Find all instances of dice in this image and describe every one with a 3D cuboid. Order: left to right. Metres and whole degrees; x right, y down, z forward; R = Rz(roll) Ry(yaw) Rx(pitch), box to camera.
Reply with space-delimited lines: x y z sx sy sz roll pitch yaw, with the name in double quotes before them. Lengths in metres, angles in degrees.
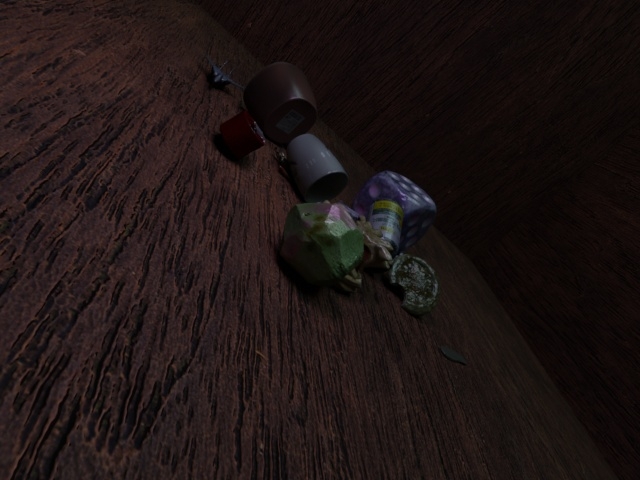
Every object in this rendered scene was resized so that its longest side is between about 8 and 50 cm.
"dice" 0.319 -0.127 2.140 0.270 0.271 0.270 3 40 -50

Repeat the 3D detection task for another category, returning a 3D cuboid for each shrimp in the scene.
"shrimp" -0.147 -0.294 1.902 0.178 0.034 0.124 58 21 4

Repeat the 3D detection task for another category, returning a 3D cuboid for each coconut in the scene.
"coconut" 0.000 0.000 1.303 0.236 0.236 0.204 46 5 0

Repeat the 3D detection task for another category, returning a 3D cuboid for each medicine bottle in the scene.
"medicine bottle" 0.232 -0.016 1.853 0.141 0.141 0.293 38 47 -25

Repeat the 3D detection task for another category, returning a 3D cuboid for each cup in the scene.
"cup" -0.023 -0.263 1.894 0.234 0.187 0.258 61 -9 27

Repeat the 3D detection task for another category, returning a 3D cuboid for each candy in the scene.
"candy" 0.100 -0.083 1.910 0.160 0.092 0.073 32 21 -43

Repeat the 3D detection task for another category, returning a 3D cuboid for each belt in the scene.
"belt" -0.263 -0.343 1.598 0.128 0.124 0.201 59 7 -21

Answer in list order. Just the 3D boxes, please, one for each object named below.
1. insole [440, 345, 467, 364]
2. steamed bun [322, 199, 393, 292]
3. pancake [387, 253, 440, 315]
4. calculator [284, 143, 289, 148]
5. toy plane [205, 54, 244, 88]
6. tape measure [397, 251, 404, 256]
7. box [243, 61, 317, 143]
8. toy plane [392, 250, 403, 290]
"insole" 0.499 0.432 1.826 0.192 0.010 0.063 30 24 -43
"steamed bun" 0.107 0.010 1.585 0.247 0.189 0.427 46 15 -28
"pancake" 0.365 0.163 1.867 0.254 0.037 0.253 14 60 -25
"calculator" -0.091 -0.402 2.260 0.210 0.039 0.121 33 20 -34
"toy plane" -0.425 -0.676 2.034 0.212 0.088 0.267 39 27 -19
"tape measure" 0.349 0.041 2.271 0.091 0.054 0.094 37 17 -9
"box" -0.157 -0.579 2.094 0.301 0.301 0.216 24 33 -51
"toy plane" 0.373 0.131 2.029 0.252 0.118 0.252 25 16 -7
